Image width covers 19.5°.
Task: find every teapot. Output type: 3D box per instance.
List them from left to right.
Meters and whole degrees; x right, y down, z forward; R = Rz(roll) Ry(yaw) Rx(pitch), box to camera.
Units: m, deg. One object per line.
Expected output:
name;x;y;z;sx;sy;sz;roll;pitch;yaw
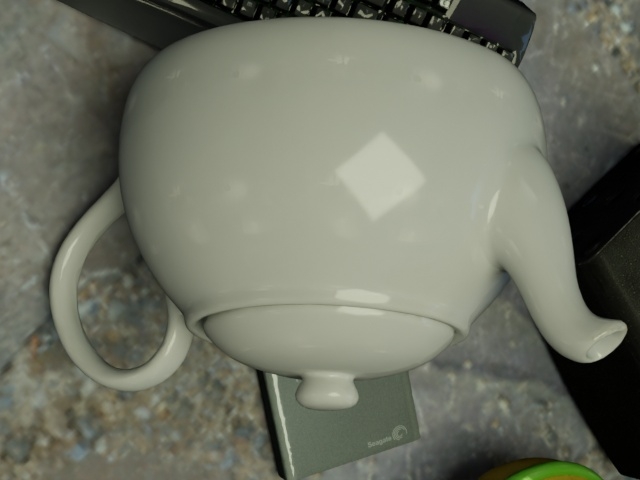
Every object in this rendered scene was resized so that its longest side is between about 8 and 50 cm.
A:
teapot;0.000;0.000;1.016;0.252;0.256;0.187;7;76;-18

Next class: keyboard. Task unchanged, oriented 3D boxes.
keyboard;-0.003;-0.184;1.112;0.317;0.033;0.201;22;89;-25

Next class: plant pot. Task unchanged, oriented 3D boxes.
plant pot;0.236;0.034;1.173;0.188;0.187;0.167;-44;99;-11

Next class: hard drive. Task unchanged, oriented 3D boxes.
hard drive;0.006;0.073;1.159;0.094;0.022;0.135;-16;104;-20

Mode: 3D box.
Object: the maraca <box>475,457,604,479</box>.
maraca;0.141;0.210;1.201;0.127;0.099;0.185;-32;134;-4
